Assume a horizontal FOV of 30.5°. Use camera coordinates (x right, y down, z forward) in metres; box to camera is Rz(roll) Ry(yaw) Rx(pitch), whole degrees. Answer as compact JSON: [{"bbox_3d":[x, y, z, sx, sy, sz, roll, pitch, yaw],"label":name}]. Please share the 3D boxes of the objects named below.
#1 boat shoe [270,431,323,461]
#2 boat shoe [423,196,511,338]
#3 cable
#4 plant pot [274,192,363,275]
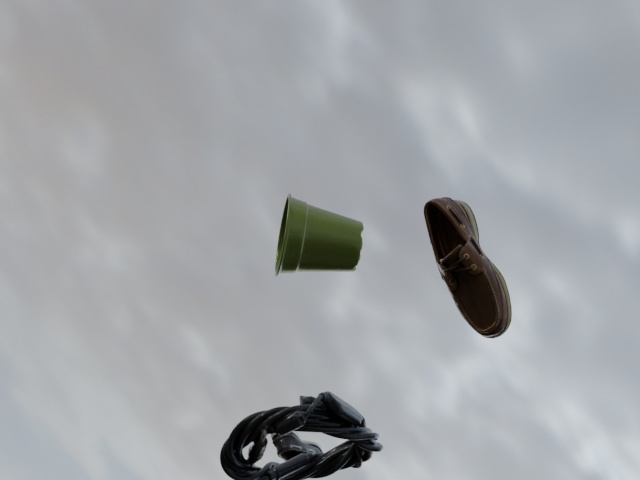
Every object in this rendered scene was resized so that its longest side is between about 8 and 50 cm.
[{"bbox_3d":[-0.030,0.304,1.677,0.125,0.046,0.038,52,17,-52],"label":"boat shoe"},{"bbox_3d":[0.160,0.030,1.336,0.064,0.060,0.178,-34,-118,28],"label":"boat shoe"},{"bbox_3d":[-0.017,0.222,1.238,0.184,0.150,0.047,41,22,-53],"label":"cable"},{"bbox_3d":[0.000,0.000,1.167,0.079,0.083,0.083,9,-30,-6],"label":"plant pot"}]
